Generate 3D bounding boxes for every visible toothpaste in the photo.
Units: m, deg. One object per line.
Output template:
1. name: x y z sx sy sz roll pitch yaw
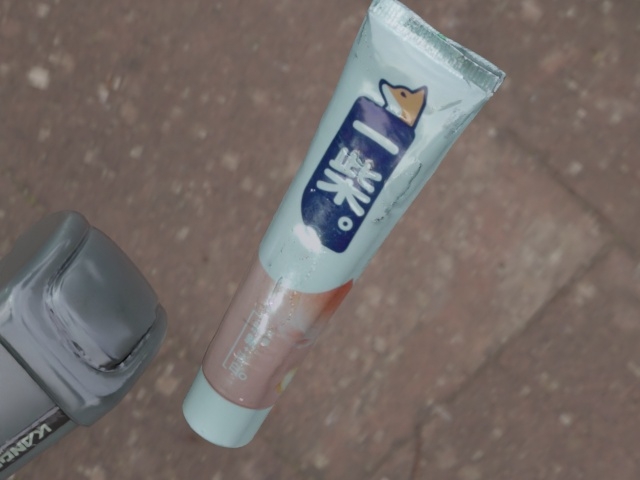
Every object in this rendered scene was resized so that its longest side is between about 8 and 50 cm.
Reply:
1. toothpaste: 0.000 0.000 0.709 0.056 0.205 0.036 34 33 6

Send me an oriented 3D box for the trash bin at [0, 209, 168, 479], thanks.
1. trash bin: -0.208 0.086 1.130 0.101 0.236 0.176 50 10 -15
